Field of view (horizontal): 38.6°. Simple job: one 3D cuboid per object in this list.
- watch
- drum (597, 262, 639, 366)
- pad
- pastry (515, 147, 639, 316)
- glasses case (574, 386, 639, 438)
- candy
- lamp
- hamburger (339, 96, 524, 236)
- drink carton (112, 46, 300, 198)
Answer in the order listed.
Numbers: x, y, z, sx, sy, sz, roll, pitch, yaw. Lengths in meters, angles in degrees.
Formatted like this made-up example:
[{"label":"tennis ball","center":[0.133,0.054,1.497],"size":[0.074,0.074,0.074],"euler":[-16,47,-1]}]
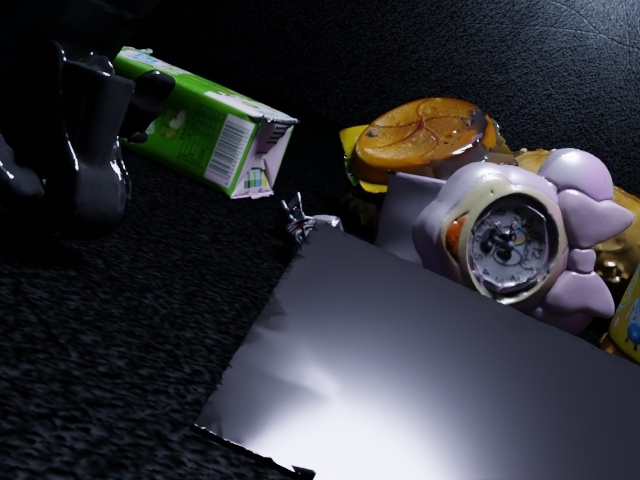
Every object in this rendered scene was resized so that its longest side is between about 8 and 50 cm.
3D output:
[{"label":"watch","center":[0.191,-0.015,1.046],"size":[0.248,0.210,0.217],"euler":[10,6,-19]},{"label":"drum","center":[0.516,0.124,0.943],"size":[0.431,0.214,0.431],"euler":[21,12,-5]},{"label":"pad","center":[0.131,0.113,0.550],"size":[0.368,0.007,0.247],"euler":[24,30,4]},{"label":"pastry","center":[0.372,-0.001,1.313],"size":[0.284,0.184,0.316],"euler":[37,16,30]},{"label":"glasses case","center":[0.249,0.153,0.638],"size":[0.282,0.067,0.109],"euler":[22,19,3]},{"label":"candy","center":[0.000,0.001,0.906],"size":[0.094,0.051,0.226],"euler":[25,11,-8]},{"label":"lamp","center":[-0.255,-0.183,0.678],"size":[0.374,0.272,0.205],"euler":[28,11,27]},{"label":"hamburger","center":[0.151,-0.098,1.258],"size":[0.262,0.138,0.243],"euler":[-16,33,3]},{"label":"drink carton","center":[-0.171,-0.155,1.142],"size":[0.271,0.108,0.161],"euler":[26,11,12]}]
